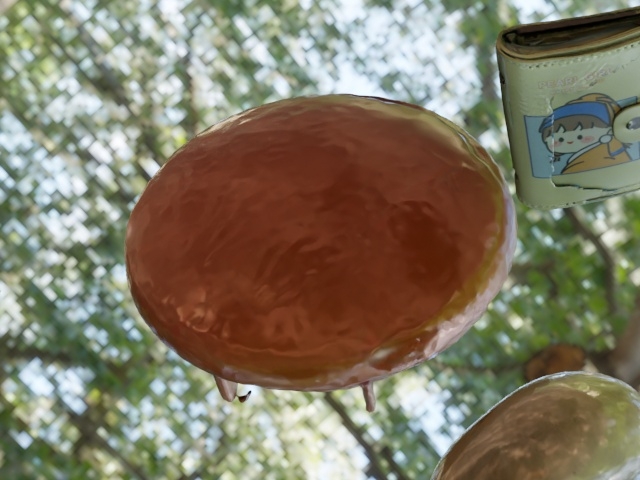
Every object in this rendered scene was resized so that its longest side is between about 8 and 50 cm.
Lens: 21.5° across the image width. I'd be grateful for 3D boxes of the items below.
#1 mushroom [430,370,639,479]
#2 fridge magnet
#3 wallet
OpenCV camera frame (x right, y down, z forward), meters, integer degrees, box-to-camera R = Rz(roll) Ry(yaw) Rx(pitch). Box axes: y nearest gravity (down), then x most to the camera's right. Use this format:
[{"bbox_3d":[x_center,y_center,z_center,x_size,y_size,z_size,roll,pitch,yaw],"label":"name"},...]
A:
[{"bbox_3d":[0.194,0.197,1.305,0.209,0.206,0.206,23,-120,15],"label":"mushroom"},{"bbox_3d":[0.000,0.000,1.556,0.363,0.155,0.363,-5,-134,5],"label":"fridge magnet"},{"bbox_3d":[0.177,-0.083,1.115,0.110,0.155,0.039,-10,-127,6],"label":"wallet"}]
